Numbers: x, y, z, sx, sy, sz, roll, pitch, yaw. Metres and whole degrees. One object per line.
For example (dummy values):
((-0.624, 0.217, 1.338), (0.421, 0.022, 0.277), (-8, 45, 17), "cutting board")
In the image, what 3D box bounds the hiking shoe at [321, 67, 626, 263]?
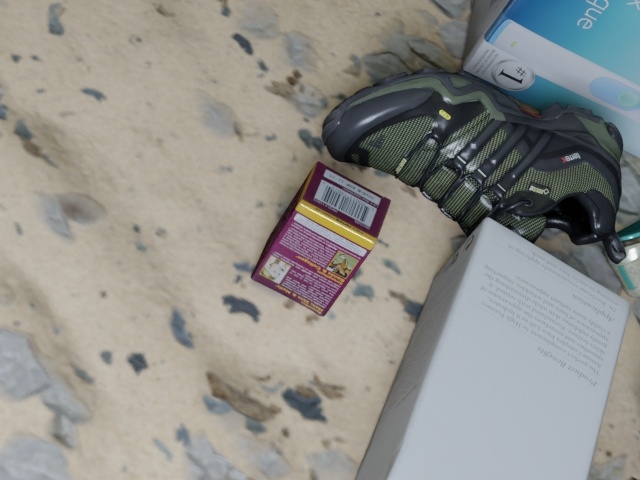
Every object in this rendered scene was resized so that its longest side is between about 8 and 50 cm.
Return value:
((0.112, -0.045, 1.030), (0.227, 0.086, 0.114), (7, 57, -15), "hiking shoe")

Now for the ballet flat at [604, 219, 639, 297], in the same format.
((0.269, -0.005, 1.123), (0.168, 0.057, 0.052), (-28, 99, -38), "ballet flat")

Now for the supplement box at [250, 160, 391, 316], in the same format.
((0.000, 0.000, 0.932), (0.055, 0.083, 0.043), (28, 45, -7), "supplement box")

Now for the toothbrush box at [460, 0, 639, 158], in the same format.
((0.290, -0.172, 1.145), (0.296, 0.216, 0.126), (24, 47, -13), "toothbrush box")

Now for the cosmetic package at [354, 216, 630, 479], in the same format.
((0.103, 0.107, 0.908), (0.117, 0.085, 0.231), (31, 47, -4), "cosmetic package")
